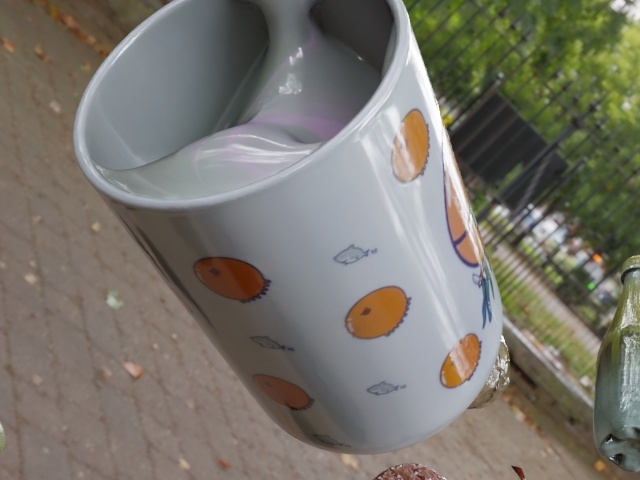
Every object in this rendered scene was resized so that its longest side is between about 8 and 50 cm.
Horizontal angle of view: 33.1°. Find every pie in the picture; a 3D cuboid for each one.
[{"bbox_3d":[0.155,0.470,1.842,0.182,0.182,0.049,48,-22,19],"label":"pie"}]

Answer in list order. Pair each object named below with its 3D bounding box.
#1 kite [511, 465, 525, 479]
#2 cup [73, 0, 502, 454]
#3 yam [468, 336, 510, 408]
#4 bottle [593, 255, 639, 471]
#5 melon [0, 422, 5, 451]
[{"bbox_3d":[0.289,0.341,1.302,0.189,0.009,0.232,52,-18,-12],"label":"kite"},{"bbox_3d":[0.000,0.000,0.739,0.212,0.212,0.317,52,-8,45],"label":"cup"},{"bbox_3d":[0.140,0.138,1.368,0.238,0.129,0.128,21,44,-47],"label":"yam"},{"bbox_3d":[0.333,0.117,1.130,0.083,0.083,0.269,43,39,-19],"label":"bottle"},{"bbox_3d":[-0.594,0.301,1.782,0.162,0.099,0.099,45,7,-4],"label":"melon"}]
